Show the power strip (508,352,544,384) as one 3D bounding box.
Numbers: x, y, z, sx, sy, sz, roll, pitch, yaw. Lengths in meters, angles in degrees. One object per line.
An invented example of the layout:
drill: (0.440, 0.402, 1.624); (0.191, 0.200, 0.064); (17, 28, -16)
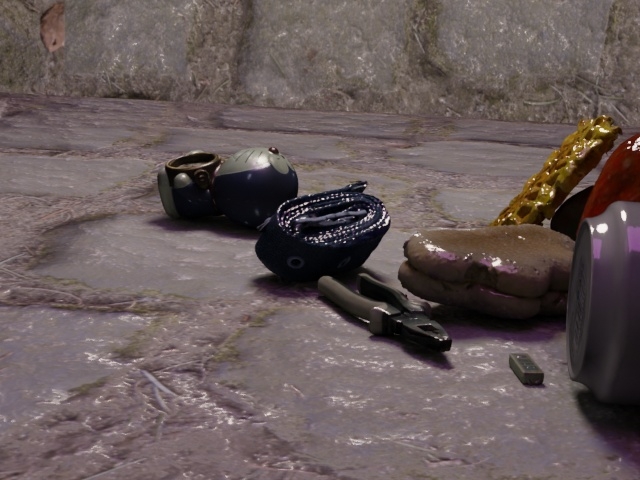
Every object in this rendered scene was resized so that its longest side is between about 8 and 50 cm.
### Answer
power strip: (0.254, 0.158, 1.544); (0.027, 0.017, 0.083); (2, 15, -9)

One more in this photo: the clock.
clock: (-0.155, -0.098, 2.242); (0.243, 0.146, 0.199); (5, 18, 25)

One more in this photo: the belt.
belt: (0.000, 0.000, 1.939); (0.218, 0.128, 0.122); (-12, 57, -41)

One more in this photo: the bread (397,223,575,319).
bread: (0.277, 0.046, 1.799); (0.337, 0.102, 0.183); (-3, 18, -41)

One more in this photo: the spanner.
spanner: (0.096, 0.098, 1.707); (0.095, 0.040, 0.325); (-4, 14, -22)

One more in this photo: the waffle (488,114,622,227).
waffle: (0.380, -0.086, 2.081); (0.068, 0.302, 0.325); (41, -2, 2)

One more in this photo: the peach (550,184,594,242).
peach: (0.472, -0.011, 2.070); (0.152, 0.152, 0.152); (3, 14, -1)

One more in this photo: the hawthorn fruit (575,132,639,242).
hawthorn fruit: (0.470, -0.025, 1.666); (0.262, 0.258, 0.258); (-42, 23, -5)

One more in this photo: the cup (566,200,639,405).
cup: (0.463, 0.091, 1.479); (0.327, 0.237, 0.323); (4, -16, 5)
